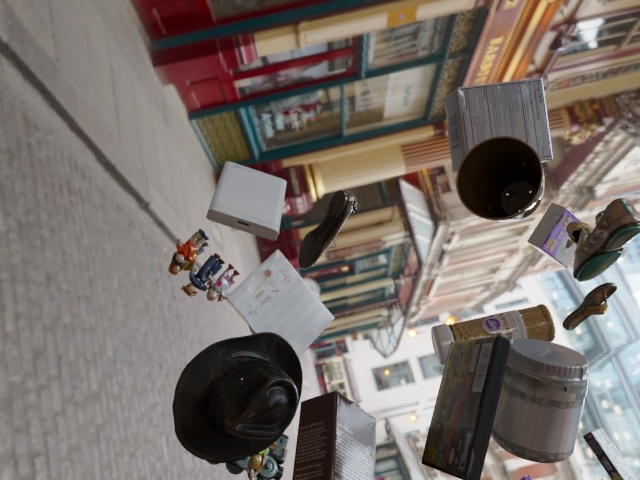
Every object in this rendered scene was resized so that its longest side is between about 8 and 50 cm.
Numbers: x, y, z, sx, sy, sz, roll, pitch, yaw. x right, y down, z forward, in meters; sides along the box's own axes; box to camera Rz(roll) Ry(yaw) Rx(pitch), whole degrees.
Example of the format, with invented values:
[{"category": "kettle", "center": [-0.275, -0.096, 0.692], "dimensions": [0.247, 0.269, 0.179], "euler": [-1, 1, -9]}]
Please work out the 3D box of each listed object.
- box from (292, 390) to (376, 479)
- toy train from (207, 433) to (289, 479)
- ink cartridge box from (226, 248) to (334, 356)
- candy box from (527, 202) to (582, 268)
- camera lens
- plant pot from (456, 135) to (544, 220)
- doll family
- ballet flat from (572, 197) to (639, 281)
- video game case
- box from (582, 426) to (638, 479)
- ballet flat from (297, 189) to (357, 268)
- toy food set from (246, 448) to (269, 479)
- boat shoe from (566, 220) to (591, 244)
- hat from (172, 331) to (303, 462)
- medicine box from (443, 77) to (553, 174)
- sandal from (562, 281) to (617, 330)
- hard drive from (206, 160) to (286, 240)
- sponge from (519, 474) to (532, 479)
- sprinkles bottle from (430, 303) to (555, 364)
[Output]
[{"category": "box", "center": [0.034, 0.607, 1.655], "dimensions": [0.191, 0.143, 0.381], "euler": [43, 39, -32]}, {"category": "toy train", "center": [-0.271, 0.745, 2.333], "dimensions": [0.142, 0.334, 0.190], "euler": [-51, -165, 48]}, {"category": "ink cartridge box", "center": [-0.101, 0.169, 1.578], "dimensions": [0.232, 0.189, 0.066], "euler": [50, -28, -7]}, {"category": "candy box", "center": [0.846, -0.015, 2.273], "dimensions": [0.196, 0.165, 0.070], "euler": [29, 4, -37]}, {"category": "camera lens", "center": [0.566, 0.418, 1.676], "dimensions": [0.219, 0.219, 0.274], "euler": [-112, -151, -78]}, {"category": "plant pot", "center": [0.543, -0.147, 1.856], "dimensions": [0.254, 0.237, 0.237], "euler": [22, 51, -59]}, {"category": "doll family", "center": [-0.400, 0.094, 2.102], "dimensions": [0.118, 0.163, 0.263], "euler": [2, -45, 56]}, {"category": "ballet flat", "center": [0.710, -0.005, 1.614], "dimensions": [0.316, 0.108, 0.106], "euler": [99, -19, -61]}, {"category": "video game case", "center": [0.290, 0.333, 1.299], "dimensions": [0.248, 0.035, 0.274], "euler": [130, -22, -74]}, {"category": "box", "center": [0.988, 0.743, 2.188], "dimensions": [0.114, 0.036, 0.207], "euler": [7, 46, -47]}, {"category": "ballet flat", "center": [0.018, -0.022, 1.605], "dimensions": [0.250, 0.058, 0.084], "euler": [-58, -139, 28]}, {"category": "toy food set", "center": [-0.200, 0.724, 2.105], "dimensions": [0.132, 0.039, 0.192], "euler": [6, 100, -69]}, {"category": "boat shoe", "center": [0.758, -0.019, 1.876], "dimensions": [0.170, 0.059, 0.063], "euler": [-109, -144, -69]}, {"category": "hat", "center": [-0.148, 0.366, 1.412], "dimensions": [0.134, 0.331, 0.331], "euler": [18, -55, 54]}, {"category": "medicine box", "center": [0.570, -0.363, 2.070], "dimensions": [0.149, 0.289, 0.263], "euler": [177, -94, -85]}, {"category": "sandal", "center": [0.681, 0.173, 1.608], "dimensions": [0.180, 0.072, 0.049], "euler": [-58, -139, 31]}, {"category": "hard drive", "center": [-0.240, -0.142, 2.172], "dimensions": [0.353, 0.233, 0.047], "euler": [-87, -162, -58]}, {"category": "sponge", "center": [0.688, 0.886, 2.082], "dimensions": [0.117, 0.031, 0.210], "euler": [-59, -139, 35]}, {"category": "sprinkles bottle", "center": [0.521, 0.284, 1.953], "dimensions": [0.121, 0.355, 0.121], "euler": [168, -90, -89]}]
